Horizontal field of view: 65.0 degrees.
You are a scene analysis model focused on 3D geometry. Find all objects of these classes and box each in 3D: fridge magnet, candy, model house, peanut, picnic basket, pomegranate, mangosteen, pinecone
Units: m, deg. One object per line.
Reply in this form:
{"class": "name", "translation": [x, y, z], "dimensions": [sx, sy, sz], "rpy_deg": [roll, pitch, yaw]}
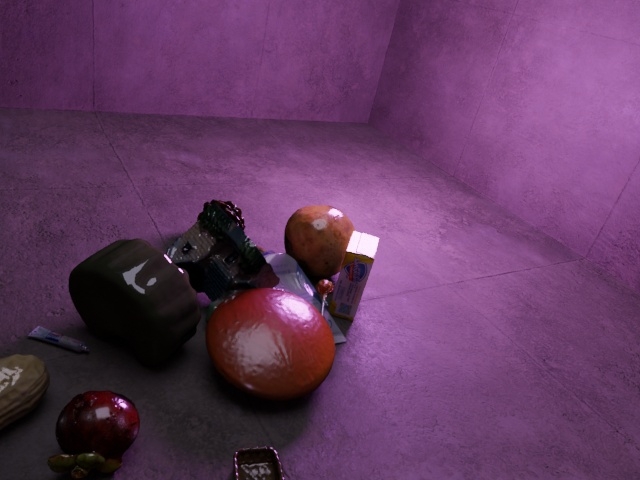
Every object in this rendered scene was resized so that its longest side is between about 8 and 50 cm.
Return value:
{"class": "fridge magnet", "translation": [-0.137, 0.282, 1.393], "dimensions": [0.364, 0.155, 0.363], "rpy_deg": [14, 40, -12]}
{"class": "candy", "translation": [0.009, 0.200, 1.640], "dimensions": [0.061, 0.060, 0.200], "rpy_deg": [12, 35, -4]}
{"class": "model house", "translation": [-0.325, 0.091, 1.577], "dimensions": [0.284, 0.243, 0.298], "rpy_deg": [-42, 54, -9]}
{"class": "peanut", "translation": [-0.735, 0.353, 1.059], "dimensions": [0.152, 0.152, 0.313], "rpy_deg": [24, 33, 19]}
{"class": "picnic basket", "translation": [-0.131, 0.538, 1.077], "dimensions": [0.110, 0.054, 0.193], "rpy_deg": [3, 31, -17]}
{"class": "pomegranate", "translation": [0.000, 0.000, 1.876], "dimensions": [0.282, 0.281, 0.281], "rpy_deg": [10, 29, -6]}
{"class": "mangosteen", "translation": [-0.476, 0.413, 1.064], "dimensions": [0.166, 0.166, 0.180], "rpy_deg": [12, 54, -3]}
{"class": "pinecone", "translation": [-0.391, -0.055, 1.917], "dimensions": [0.184, 0.179, 0.204], "rpy_deg": [4, 39, 31]}

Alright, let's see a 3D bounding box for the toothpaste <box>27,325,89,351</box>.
{"class": "toothpaste", "translation": [-0.699, 0.267, 1.346], "dimensions": [0.170, 0.028, 0.045], "rpy_deg": [16, 35, 8]}

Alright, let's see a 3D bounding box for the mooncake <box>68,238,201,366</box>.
{"class": "mooncake", "translation": [-0.493, 0.154, 1.345], "dimensions": [0.352, 0.351, 0.187], "rpy_deg": [25, 42, 20]}

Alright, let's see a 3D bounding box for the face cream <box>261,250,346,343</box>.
{"class": "face cream", "translation": [-0.107, 0.197, 1.675], "dimensions": [0.235, 0.137, 0.420], "rpy_deg": [-4, 45, -33]}

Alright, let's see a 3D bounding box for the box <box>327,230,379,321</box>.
{"class": "box", "translation": [0.112, 0.120, 1.717], "dimensions": [0.097, 0.264, 0.168], "rpy_deg": [18, 27, 4]}

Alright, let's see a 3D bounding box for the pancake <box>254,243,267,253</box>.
{"class": "pancake", "translation": [-0.273, 0.060, 1.911], "dimensions": [0.184, 0.020, 0.190], "rpy_deg": [-9, 35, -33]}
